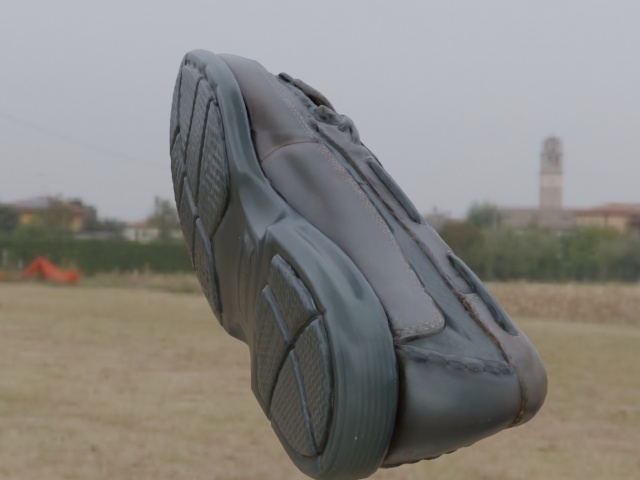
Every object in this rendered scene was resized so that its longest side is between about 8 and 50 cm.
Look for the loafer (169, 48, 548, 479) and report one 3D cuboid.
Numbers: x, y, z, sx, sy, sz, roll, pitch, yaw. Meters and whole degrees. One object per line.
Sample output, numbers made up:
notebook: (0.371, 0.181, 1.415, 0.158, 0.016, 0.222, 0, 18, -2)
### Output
loafer: (0.000, 0.000, 0.490, 0.084, 0.096, 0.267, -1, 31, -19)
